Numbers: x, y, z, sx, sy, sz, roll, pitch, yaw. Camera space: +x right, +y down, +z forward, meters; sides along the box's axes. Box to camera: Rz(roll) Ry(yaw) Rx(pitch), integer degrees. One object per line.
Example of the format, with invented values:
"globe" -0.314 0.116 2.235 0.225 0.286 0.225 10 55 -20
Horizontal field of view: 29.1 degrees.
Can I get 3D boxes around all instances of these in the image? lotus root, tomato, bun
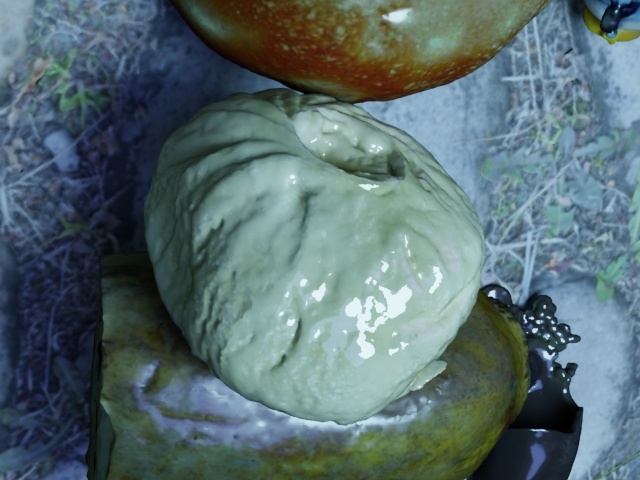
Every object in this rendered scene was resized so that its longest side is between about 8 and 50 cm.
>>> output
"lotus root" -0.014 0.113 0.960 0.346 0.250 0.250 -3 109 -16
"tomato" 0.031 -0.239 0.864 0.304 0.239 0.303 -5 106 -20
"bun" 0.000 0.000 0.813 0.244 0.243 0.153 -4 144 -21

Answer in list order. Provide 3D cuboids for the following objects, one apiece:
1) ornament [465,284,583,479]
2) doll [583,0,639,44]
"ornament" 0.125 0.173 1.128 0.251 0.106 0.260 -1 96 -10
"doll" 0.251 -0.273 0.929 0.141 0.314 0.177 21 68 13
